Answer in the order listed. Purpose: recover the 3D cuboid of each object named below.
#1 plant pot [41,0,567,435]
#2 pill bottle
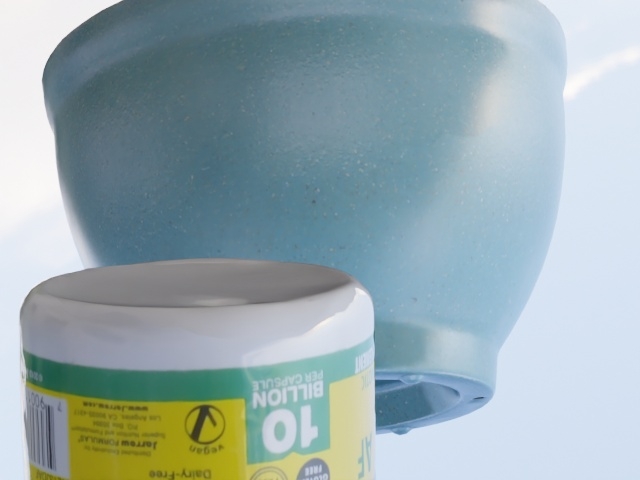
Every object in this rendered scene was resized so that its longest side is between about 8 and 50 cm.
[{"bbox_3d":[0.000,0.000,0.907,0.293,0.293,0.196,-11,-109,18],"label":"plant pot"},{"bbox_3d":[-0.039,0.116,0.558,0.117,0.208,0.117,-1,-172,0],"label":"pill bottle"}]
